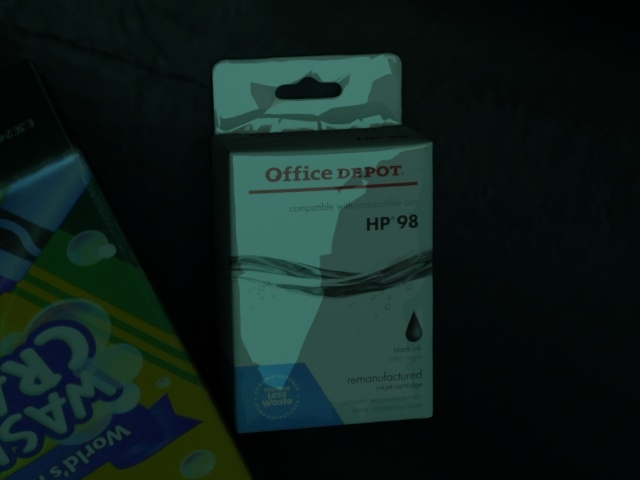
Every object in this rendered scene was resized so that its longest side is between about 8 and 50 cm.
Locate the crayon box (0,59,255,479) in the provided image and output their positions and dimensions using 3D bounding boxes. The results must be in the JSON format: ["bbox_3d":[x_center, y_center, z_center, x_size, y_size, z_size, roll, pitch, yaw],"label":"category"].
[{"bbox_3d":[-0.147,0.102,0.787,0.203,0.083,0.323,-27,131,-5],"label":"crayon box"}]

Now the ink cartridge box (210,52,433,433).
[{"bbox_3d":[0.000,0.000,0.868,0.104,0.060,0.180,-4,104,-11],"label":"ink cartridge box"}]
